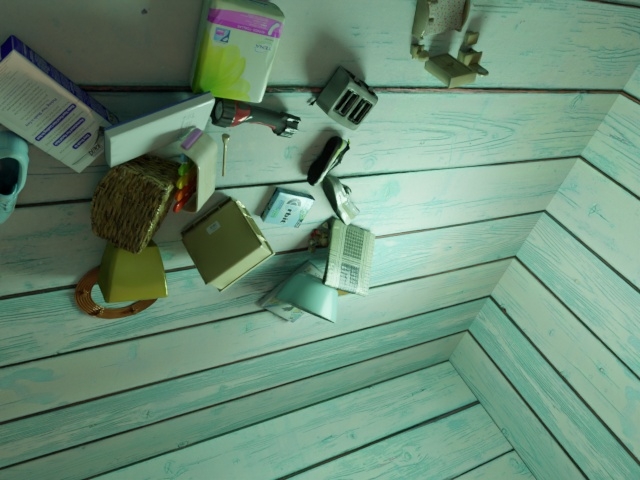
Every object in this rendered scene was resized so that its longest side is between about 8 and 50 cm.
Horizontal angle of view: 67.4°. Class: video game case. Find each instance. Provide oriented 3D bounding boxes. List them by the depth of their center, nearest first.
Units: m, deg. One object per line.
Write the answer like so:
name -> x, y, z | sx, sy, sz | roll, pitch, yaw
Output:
video game case -> -0.103, 0.269, 2.445 | 0.329, 0.036, 0.300 | -40, 140, 9

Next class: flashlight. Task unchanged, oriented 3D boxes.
flashlight -> -0.219, -0.408, 1.621 | 0.304, 0.103, 0.103 | 4, 111, -42

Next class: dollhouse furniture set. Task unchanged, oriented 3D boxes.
dollhouse furniture set -> 0.499, -0.747, 1.687 | 0.303, 0.173, 0.355 | -18, 139, -18

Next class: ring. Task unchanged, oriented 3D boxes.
ring -> -0.794, 0.206, 1.917 | 0.337, 0.032, 0.336 | -18, 138, -17

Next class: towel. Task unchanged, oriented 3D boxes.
towel -> 0.133, 0.082, 2.259 | 0.312, 0.056, 0.324 | 20, 75, -41

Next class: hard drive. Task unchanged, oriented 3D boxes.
hard drive -> -0.478, -0.329, 1.422 | 0.319, 0.040, 0.210 | -31, 180, -27

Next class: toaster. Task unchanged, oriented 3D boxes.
toaster -> 0.088, -0.500, 1.716 | 0.168, 0.110, 0.185 | 19, 119, -43

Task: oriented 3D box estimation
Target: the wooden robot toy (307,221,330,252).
wooden robot toy -> 0.000, 0.000, 2.201 | 0.076, 0.079, 0.173 | 15, 121, -43

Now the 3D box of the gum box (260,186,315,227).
gum box -> -0.135, -0.133, 2.001 | 0.184, 0.041, 0.157 | 9, 125, -41

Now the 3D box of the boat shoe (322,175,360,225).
boat shoe -> 0.095, -0.181, 2.056 | 0.103, 0.118, 0.320 | -37, 145, -5

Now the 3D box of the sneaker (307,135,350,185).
sneaker -> 0.041, -0.304, 1.908 | 0.097, 0.084, 0.234 | 14, 122, -44

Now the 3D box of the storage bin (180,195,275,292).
storage bin -> -0.362, 0.011, 1.834 | 0.262, 0.260, 0.123 | -36, 158, 4

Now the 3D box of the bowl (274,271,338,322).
bowl -> -0.041, 0.255, 2.247 | 0.311, 0.312, 0.163 | 36, 74, -49

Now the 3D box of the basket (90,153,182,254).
basket -> -0.622, -0.147, 1.618 | 0.214, 0.223, 0.299 | 28, 117, -11

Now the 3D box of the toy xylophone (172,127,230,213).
toy xylophone -> -0.399, -0.233, 1.610 | 0.236, 0.081, 0.322 | -61, 175, -47

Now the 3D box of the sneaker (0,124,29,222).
sneaker -> -0.919, -0.151, 1.357 | 0.135, 0.150, 0.366 | 7, 133, -36

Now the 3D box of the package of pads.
package of pads -> -0.248, -0.568, 1.427 | 0.229, 0.101, 0.296 | 0, 132, -32

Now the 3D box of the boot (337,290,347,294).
boot -> 0.110, 0.163, 2.442 | 0.264, 0.096, 0.280 | -5, 133, -47

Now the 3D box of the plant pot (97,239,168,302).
plant pot -> -0.679, 0.091, 1.738 | 0.212, 0.212, 0.187 | -2, 107, -32

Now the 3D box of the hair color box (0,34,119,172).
hair color box -> -0.740, -0.357, 1.308 | 0.185, 0.110, 0.339 | -39, 139, 6
